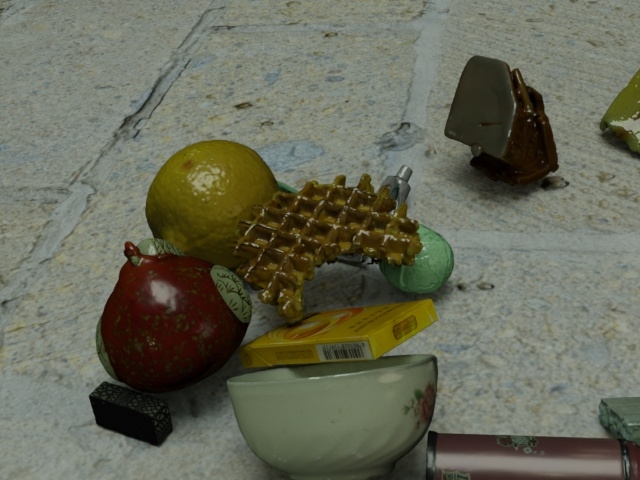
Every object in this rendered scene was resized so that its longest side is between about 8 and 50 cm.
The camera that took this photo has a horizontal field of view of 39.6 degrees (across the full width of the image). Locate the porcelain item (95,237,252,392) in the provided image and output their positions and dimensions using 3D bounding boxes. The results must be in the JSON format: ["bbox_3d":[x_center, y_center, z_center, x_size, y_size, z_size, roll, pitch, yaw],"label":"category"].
[{"bbox_3d":[-0.232,0.096,1.321,0.253,0.253,0.253,-4,35,3],"label":"porcelain item"}]

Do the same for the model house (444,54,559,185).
[{"bbox_3d":[0.375,-0.220,1.737,0.229,0.219,0.199,24,1,-42],"label":"model house"}]

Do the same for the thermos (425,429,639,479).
[{"bbox_3d":[0.299,0.300,1.099,0.330,0.136,0.109,0,64,10],"label":"thermos"}]

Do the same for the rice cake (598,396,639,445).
[{"bbox_3d":[0.488,0.235,1.167,0.211,0.038,0.124,-3,7,0],"label":"rice cake"}]

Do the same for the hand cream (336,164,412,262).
[{"bbox_3d":[0.102,-0.047,1.652,0.084,0.050,0.257,14,52,30],"label":"hand cream"}]

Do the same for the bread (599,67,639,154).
[{"bbox_3d":[0.772,-0.269,1.852,0.361,0.245,0.233,-46,44,-1],"label":"bread"}]

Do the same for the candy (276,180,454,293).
[{"bbox_3d":[0.044,-0.031,1.562,0.440,0.119,0.119,28,48,34],"label":"candy"}]

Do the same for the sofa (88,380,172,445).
[{"bbox_3d":[-0.274,0.250,1.288,0.118,0.060,0.039,12,33,26],"label":"sofa"}]

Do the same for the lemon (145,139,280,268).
[{"bbox_3d":[-0.188,-0.059,1.558,0.228,0.228,0.253,13,25,25],"label":"lemon"}]

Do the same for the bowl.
[{"bbox_3d":[0.021,0.231,1.151,0.277,0.145,0.277,-5,-4,0],"label":"bowl"}]

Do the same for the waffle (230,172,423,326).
[{"bbox_3d":[0.000,0.000,1.419,0.293,0.069,0.259,-22,45,-14],"label":"waffle"}]

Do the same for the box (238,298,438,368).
[{"bbox_3d":[0.021,0.136,1.291,0.269,0.043,0.152,-11,8,44],"label":"box"}]
